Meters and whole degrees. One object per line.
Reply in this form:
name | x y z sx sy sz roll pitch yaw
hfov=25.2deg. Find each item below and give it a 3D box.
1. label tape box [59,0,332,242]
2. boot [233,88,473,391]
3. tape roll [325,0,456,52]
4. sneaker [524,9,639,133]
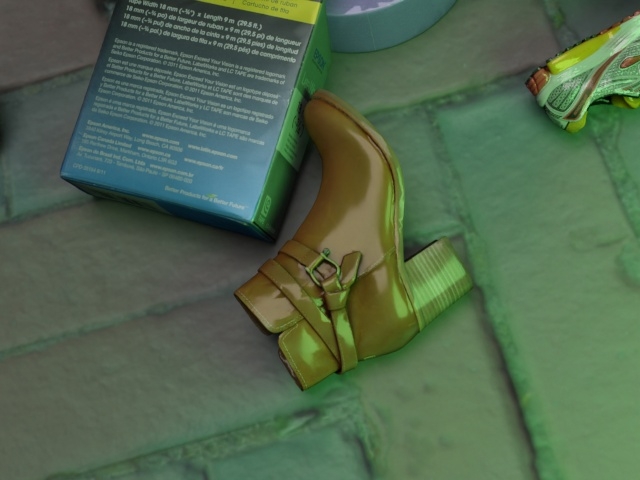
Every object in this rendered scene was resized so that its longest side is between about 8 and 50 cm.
label tape box | -0.120 -0.190 1.599 0.241 0.106 0.333 15 82 18
boot | 0.000 0.000 1.516 0.220 0.109 0.283 -31 87 -8
tape roll | 0.042 -0.361 1.682 0.275 0.090 0.274 -3 67 8
sneaker | 0.340 -0.193 1.570 0.225 0.088 0.092 -30 86 -2
